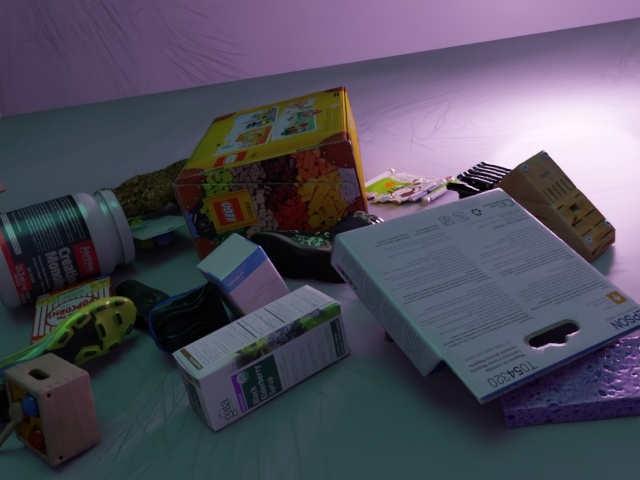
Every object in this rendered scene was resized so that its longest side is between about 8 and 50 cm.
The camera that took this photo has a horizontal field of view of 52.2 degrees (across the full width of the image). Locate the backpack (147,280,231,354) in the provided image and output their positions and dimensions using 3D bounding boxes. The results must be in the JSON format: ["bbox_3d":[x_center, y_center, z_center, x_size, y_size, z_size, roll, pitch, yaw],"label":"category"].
[{"bbox_3d":[-0.221,0.136,1.077,0.120,0.098,0.101,-24,-2,-24],"label":"backpack"}]

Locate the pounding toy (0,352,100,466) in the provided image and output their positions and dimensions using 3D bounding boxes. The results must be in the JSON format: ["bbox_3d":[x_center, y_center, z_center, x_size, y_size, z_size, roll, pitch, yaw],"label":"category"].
[{"bbox_3d":[-0.393,0.242,0.910,0.141,0.130,0.100,11,21,40],"label":"pounding toy"}]

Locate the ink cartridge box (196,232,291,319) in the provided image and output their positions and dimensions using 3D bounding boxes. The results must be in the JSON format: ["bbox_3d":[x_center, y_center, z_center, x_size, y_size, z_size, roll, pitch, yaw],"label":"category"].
[{"bbox_3d":[-0.123,0.077,1.115,0.090,0.143,0.092,-43,35,-19],"label":"ink cartridge box"}]

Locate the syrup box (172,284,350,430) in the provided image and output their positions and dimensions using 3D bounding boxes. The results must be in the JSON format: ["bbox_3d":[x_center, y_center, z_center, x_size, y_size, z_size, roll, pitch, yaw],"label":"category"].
[{"bbox_3d":[-0.082,0.164,0.950,0.237,0.093,0.096,-26,28,-27],"label":"syrup box"}]

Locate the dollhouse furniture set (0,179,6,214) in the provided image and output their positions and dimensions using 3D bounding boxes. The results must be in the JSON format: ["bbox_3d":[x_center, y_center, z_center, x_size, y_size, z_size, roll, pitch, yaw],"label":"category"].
[{"bbox_3d":[-0.733,-0.029,1.508,0.135,0.262,0.259,-27,62,-33],"label":"dollhouse furniture set"}]

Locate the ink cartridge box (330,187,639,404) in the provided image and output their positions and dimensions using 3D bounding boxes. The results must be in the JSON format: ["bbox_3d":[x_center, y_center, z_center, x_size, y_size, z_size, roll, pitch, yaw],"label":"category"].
[{"bbox_3d":[0.233,0.070,0.927,0.324,0.071,0.330,-15,46,-26],"label":"ink cartridge box"}]

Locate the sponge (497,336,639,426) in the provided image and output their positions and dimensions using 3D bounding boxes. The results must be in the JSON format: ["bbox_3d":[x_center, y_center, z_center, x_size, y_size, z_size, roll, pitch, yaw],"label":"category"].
[{"bbox_3d":[0.325,0.173,0.816,0.210,0.031,0.117,-9,25,9],"label":"sponge"}]

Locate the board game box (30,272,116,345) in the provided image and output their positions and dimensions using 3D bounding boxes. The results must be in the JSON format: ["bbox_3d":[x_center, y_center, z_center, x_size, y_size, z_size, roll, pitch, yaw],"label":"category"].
[{"bbox_3d":[-0.459,0.139,1.232,0.147,0.045,0.193,-19,26,-13],"label":"board game box"}]

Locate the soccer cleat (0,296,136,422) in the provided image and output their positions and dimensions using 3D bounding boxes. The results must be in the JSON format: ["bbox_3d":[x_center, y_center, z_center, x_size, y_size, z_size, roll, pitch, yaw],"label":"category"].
[{"bbox_3d":[-0.433,0.178,1.066,0.121,0.093,0.289,2,33,44],"label":"soccer cleat"}]

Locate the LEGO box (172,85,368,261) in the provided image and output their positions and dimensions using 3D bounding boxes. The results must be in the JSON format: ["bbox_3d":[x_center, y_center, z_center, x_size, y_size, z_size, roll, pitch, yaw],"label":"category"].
[{"bbox_3d":[-0.095,-0.179,1.545,0.372,0.193,0.500,-12,25,7],"label":"LEGO box"}]

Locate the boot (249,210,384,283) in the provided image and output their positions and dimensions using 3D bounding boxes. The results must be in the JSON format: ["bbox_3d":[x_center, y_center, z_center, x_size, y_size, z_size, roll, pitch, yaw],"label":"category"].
[{"bbox_3d":[0.001,0.002,1.269,0.236,0.085,0.178,11,31,29],"label":"boot"}]

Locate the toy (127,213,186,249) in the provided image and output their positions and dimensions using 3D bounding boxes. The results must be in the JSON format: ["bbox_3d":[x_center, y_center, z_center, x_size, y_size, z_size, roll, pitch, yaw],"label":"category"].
[{"bbox_3d":[-0.386,-0.015,1.510,0.137,0.056,0.237,-25,22,-32],"label":"toy"}]

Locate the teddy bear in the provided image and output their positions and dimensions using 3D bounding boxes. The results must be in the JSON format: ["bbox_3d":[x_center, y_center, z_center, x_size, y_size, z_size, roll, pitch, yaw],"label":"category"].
[{"bbox_3d":[-0.446,-0.101,1.642,0.245,0.113,0.338,-23,4,38],"label":"teddy bear"}]

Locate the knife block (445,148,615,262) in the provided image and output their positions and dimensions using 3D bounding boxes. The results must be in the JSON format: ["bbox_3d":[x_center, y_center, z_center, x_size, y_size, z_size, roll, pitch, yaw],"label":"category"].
[{"bbox_3d":[0.364,-0.040,1.213,0.088,0.242,0.275,-30,75,-31],"label":"knife block"}]

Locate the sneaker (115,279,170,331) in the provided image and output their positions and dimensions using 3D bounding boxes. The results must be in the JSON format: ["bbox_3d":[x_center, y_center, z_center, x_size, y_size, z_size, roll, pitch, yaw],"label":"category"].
[{"bbox_3d":[-0.344,0.121,1.209,0.170,0.051,0.089,11,30,32],"label":"sneaker"}]

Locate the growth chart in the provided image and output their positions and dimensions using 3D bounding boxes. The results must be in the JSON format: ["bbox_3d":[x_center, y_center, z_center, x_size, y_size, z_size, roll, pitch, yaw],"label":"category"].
[{"bbox_3d":[0.195,-0.124,1.519,0.237,0.021,0.172,12,35,43],"label":"growth chart"}]

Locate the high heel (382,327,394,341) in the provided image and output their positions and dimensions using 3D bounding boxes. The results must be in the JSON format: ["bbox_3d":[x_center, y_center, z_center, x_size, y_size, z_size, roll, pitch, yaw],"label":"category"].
[{"bbox_3d":[0.206,0.081,1.020,0.186,0.093,0.261,12,39,17],"label":"high heel"}]

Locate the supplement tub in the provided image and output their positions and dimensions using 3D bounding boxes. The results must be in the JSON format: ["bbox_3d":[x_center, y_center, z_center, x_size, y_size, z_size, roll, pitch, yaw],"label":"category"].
[{"bbox_3d":[-0.547,0.011,1.360,0.272,0.191,0.191,-21,26,-26],"label":"supplement tub"}]
